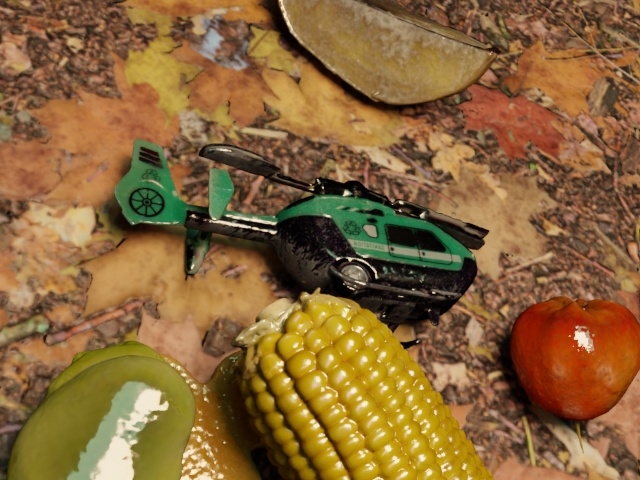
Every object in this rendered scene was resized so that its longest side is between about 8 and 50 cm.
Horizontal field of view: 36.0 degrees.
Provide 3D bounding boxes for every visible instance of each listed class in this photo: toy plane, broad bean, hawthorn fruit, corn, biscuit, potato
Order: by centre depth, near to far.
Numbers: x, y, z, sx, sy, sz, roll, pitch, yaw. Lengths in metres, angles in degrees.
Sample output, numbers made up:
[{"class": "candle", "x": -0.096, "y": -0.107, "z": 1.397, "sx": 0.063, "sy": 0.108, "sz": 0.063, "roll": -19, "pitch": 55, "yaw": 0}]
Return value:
[{"class": "broad bean", "x": -0.158, "y": 0.156, "z": 0.717, "sx": 0.124, "sy": 0.082, "sz": 0.174, "roll": 25, "pitch": 56, "yaw": -2}, {"class": "corn", "x": 0.073, "y": 0.207, "z": 0.766, "sx": 0.144, "sy": 0.144, "sz": 0.387, "roll": -37, "pitch": 90, "yaw": -34}, {"class": "biscuit", "x": -0.115, "y": 0.168, "z": 0.797, "sx": 0.240, "sy": 0.035, "sz": 0.158, "roll": -28, "pitch": 76, "yaw": -31}, {"class": "toy plane", "x": 0.000, "y": 0.000, "z": 0.906, "sx": 0.382, "sy": 0.106, "sz": 0.155, "roll": 10, "pitch": 52, "yaw": -15}, {"class": "hawthorn fruit", "x": 0.233, "y": 0.111, "z": 0.924, "sx": 0.125, "sy": 0.140, "sz": 0.125, "roll": 22, "pitch": 23, "yaw": -10}, {"class": "potato", "x": 0.062, "y": -0.211, "z": 1.072, "sx": 0.261, "sy": 0.100, "sz": 0.120, "roll": 26, "pitch": 15, "yaw": 11}]
